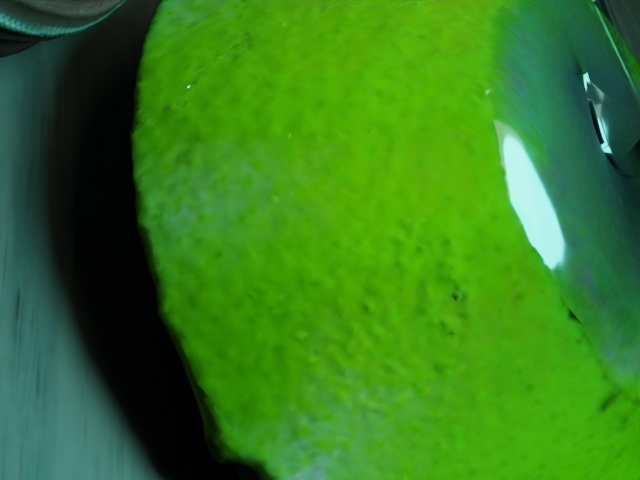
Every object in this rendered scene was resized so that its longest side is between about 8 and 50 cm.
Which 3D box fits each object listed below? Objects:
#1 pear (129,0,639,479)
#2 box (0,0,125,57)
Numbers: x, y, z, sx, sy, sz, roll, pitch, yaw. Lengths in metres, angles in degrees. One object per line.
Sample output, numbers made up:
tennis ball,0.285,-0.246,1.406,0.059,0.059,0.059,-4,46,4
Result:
pear,0.086,-0.007,0.690,0.399,0.165,0.399,39,39,-42
box,-0.162,-0.248,0.680,0.263,0.108,0.404,46,29,-19
